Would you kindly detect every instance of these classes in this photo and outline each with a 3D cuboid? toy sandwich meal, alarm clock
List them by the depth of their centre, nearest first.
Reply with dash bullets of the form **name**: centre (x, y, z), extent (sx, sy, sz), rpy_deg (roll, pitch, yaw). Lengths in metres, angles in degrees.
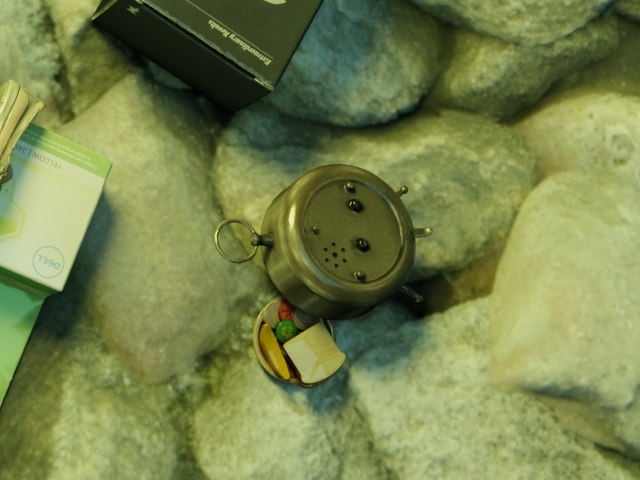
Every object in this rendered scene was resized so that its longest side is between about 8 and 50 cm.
- **alarm clock**: centre (0.000, 0.000, 1.658), extent (0.192, 0.064, 0.129), rpy_deg (-1, 73, -23)
- **toy sandwich meal**: centre (-0.018, 0.086, 1.665), extent (0.085, 0.029, 0.086), rpy_deg (3, 81, -22)

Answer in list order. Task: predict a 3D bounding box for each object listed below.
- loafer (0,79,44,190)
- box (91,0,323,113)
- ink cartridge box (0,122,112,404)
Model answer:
- **loafer**: centre (-0.252, -0.066, 1.526), extent (0.039, 0.045, 0.125), rpy_deg (28, 67, -24)
- **box**: centre (-0.073, -0.238, 1.646), extent (0.153, 0.108, 0.207), rpy_deg (34, 72, -15)
- **ink cartridge box**: centre (-0.288, 0.010, 1.552), extent (0.171, 0.056, 0.235), rpy_deg (25, 72, -18)
